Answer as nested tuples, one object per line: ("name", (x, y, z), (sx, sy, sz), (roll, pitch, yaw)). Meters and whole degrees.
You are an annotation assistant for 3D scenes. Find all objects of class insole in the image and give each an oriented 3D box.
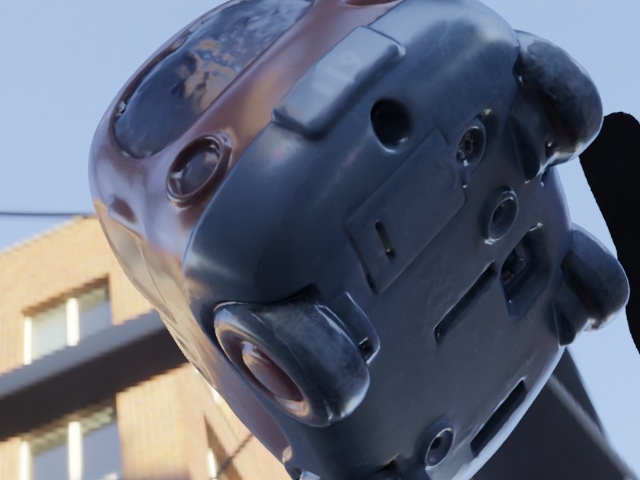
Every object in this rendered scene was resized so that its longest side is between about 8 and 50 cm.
("insole", (0.342, 0.016, 1.456), (0.109, 0.007, 0.322), (-29, -71, -12))

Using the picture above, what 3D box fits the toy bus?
("toy bus", (0.000, 0.000, 0.707), (0.197, 0.232, 0.294), (-47, -38, -19))
